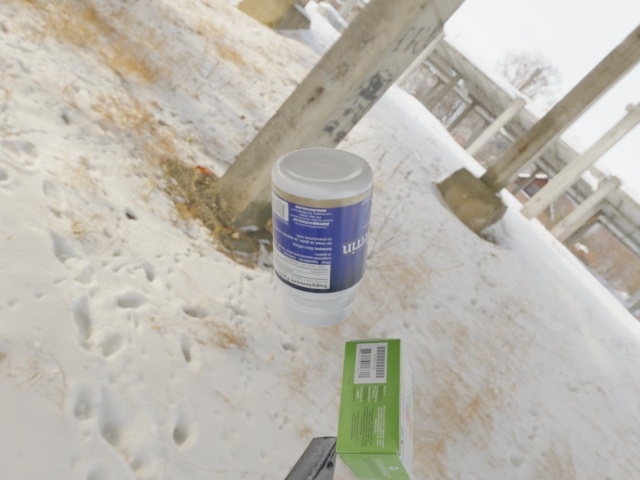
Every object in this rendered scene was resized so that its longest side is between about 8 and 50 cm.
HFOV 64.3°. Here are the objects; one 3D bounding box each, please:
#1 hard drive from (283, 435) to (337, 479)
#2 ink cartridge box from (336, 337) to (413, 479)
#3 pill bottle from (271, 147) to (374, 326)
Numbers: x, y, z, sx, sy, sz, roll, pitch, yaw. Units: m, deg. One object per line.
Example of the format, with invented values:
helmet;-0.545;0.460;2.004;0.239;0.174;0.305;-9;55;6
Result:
hard drive;-0.033;0.458;0.819;0.054;0.254;0.172;13;14;18
ink cartridge box;0.113;0.309;0.868;0.255;0.097;0.188;64;26;-45
pill bottle;0.000;0.000;0.812;0.153;0.264;0.153;1;33;-1
